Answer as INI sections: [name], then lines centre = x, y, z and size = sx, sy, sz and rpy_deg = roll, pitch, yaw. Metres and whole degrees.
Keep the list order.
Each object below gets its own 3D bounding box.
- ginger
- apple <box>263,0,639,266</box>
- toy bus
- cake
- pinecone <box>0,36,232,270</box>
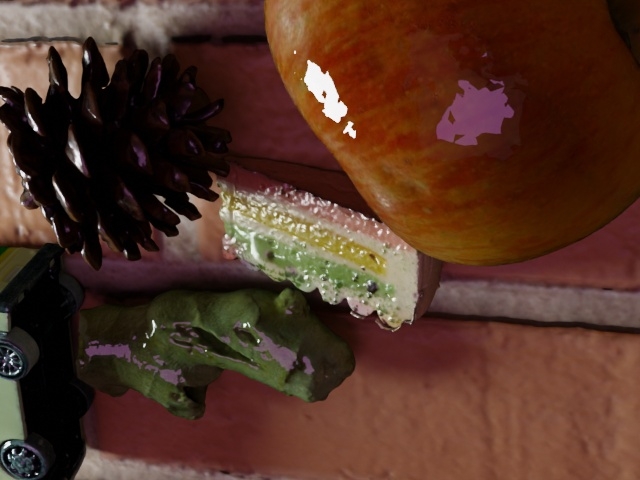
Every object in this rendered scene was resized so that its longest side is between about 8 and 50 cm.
[ginger]
centre = -0.111, 0.110, 1.096
size = 0.290, 0.089, 0.137
rpy_deg = -12, 96, 16
[apple]
centre = 0.129, -0.133, 0.776
size = 0.302, 0.301, 0.301
rpy_deg = 7, 120, 12
[toy bus]
centre = -0.336, 0.143, 1.147
size = 0.165, 0.133, 0.276
rpy_deg = 8, 119, 11
[cake]
centre = 0.012, -0.009, 1.018
size = 0.225, 0.090, 0.109
rpy_deg = 20, 126, 26
[pinecone]
centre = -0.171, -0.080, 0.953
size = 0.208, 0.207, 0.207
rpy_deg = 7, 120, 12
